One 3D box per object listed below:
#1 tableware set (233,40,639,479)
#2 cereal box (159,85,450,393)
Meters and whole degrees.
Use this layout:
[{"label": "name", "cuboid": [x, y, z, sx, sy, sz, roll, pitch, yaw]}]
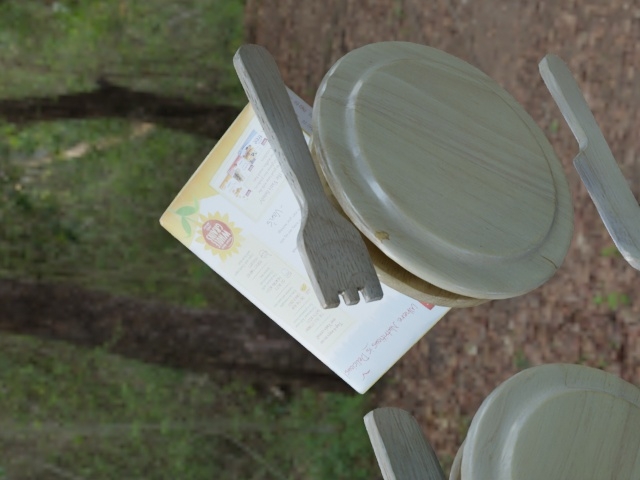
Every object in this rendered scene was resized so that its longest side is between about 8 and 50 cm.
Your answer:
[{"label": "tableware set", "cuboid": [0.049, 0.031, 0.356, 0.039, 0.128, 0.194, -48, 55, 46]}, {"label": "cereal box", "cuboid": [0.000, 0.000, 1.104, 0.173, 0.240, 0.047, -48, 3, 34]}]
